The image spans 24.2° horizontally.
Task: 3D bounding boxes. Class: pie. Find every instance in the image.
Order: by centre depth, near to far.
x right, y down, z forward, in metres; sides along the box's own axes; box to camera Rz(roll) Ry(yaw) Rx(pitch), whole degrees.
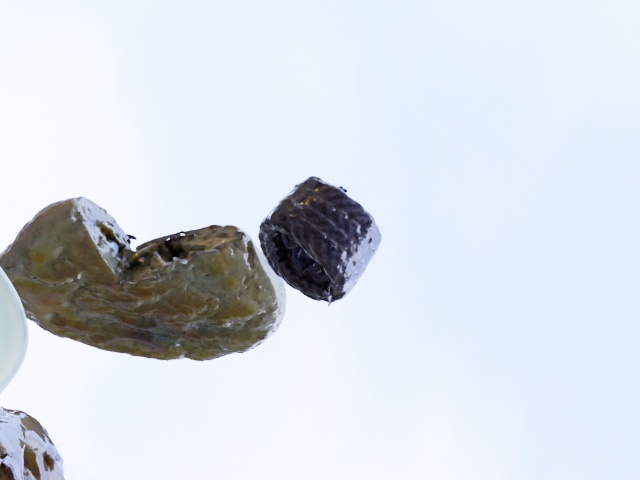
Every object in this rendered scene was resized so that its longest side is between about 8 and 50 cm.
[{"bbox_3d":[-0.201,0.057,1.663,0.337,0.337,0.075,-21,-131,38],"label":"pie"}]

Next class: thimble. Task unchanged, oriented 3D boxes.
[{"bbox_3d":[0.001,0.002,1.251,0.095,0.066,0.104,31,-26,24],"label":"thimble"}]

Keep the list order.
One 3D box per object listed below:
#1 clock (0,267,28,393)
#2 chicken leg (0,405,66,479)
[{"bbox_3d":[-0.336,0.064,0.904,0.096,0.308,0.235,-25,-73,39],"label":"clock"},{"bbox_3d":[-0.327,0.136,1.091,0.182,0.295,0.409,-34,-75,-5],"label":"chicken leg"}]
